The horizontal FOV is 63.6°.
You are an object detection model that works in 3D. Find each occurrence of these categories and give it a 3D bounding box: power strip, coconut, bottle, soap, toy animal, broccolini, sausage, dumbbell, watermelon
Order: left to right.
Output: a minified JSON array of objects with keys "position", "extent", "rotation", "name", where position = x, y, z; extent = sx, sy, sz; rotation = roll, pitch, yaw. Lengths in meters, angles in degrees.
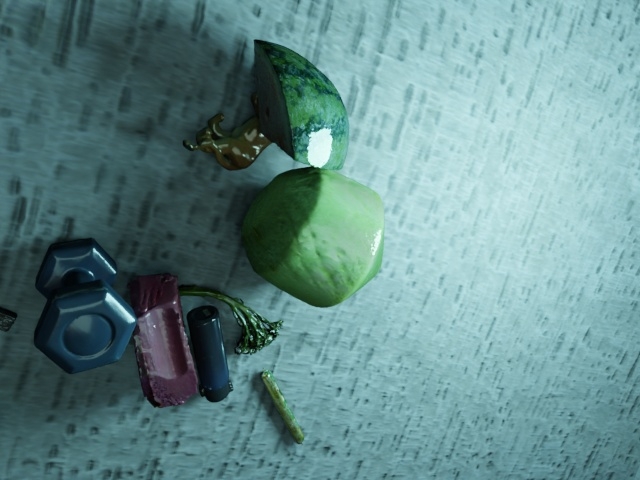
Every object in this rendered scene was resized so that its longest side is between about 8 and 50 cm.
[{"position":[-0.675,0.146,1.039],"extent":[0.111,0.029,0.038],"rotation":[30,92,-26],"name":"power strip"},{"position":[-0.445,0.106,0.960],"extent":[0.156,0.316,0.144],"rotation":[-11,113,-25],"name":"dumbbell"},{"position":[-0.340,0.210,1.108],"extent":[0.112,0.182,0.289],"rotation":[-11,104,-18],"name":"soap"},{"position":[-0.258,0.270,1.198],"extent":[0.082,0.072,0.244],"rotation":[-15,120,-19],"name":"bottle"},{"position":[-0.227,0.190,1.224],"extent":[0.271,0.062,0.123],"rotation":[30,87,-19],"name":"broccolini"},{"position":[-0.130,-0.236,1.111],"extent":[0.312,0.097,0.157],"rotation":[-38,114,-11],"name":"toy animal"},{"position":[-0.098,0.438,1.347],"extent":[0.033,0.033,0.269],"rotation":[-28,113,-12],"name":"sausage"},{"position":[-0.026,-0.245,1.040],"extent":[0.260,0.176,0.256],"rotation":[9,67,-31],"name":"watermelon"},{"position":[0.000,0.000,1.125],"extent":[0.328,0.281,0.328],"rotation":[-1,127,-1],"name":"coconut"}]
